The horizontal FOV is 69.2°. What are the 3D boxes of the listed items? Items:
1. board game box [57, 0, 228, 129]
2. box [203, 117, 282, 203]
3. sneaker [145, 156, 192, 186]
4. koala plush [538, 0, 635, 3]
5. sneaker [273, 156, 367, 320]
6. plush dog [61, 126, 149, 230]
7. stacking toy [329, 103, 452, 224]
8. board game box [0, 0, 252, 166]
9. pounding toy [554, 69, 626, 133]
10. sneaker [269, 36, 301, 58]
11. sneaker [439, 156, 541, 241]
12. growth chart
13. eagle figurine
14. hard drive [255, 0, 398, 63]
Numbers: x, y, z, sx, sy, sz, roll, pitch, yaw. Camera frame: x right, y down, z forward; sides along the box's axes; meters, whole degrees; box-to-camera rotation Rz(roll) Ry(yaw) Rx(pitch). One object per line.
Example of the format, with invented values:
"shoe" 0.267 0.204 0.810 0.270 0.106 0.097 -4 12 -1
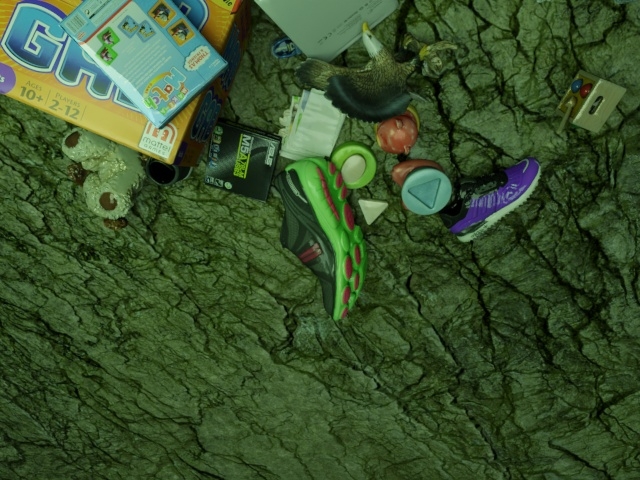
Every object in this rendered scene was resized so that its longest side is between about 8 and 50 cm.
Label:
"board game box" -0.281 -0.314 0.753 0.160 0.039 0.211 -42 101 0
"box" -0.212 -0.214 1.255 0.184 0.045 0.191 19 121 1
"sneaker" -0.374 -0.269 1.182 0.104 0.147 0.296 12 119 -2
"koala plush" 0.551 -0.593 0.953 0.221 0.203 0.196 -5 135 30
"sneaker" 0.000 0.000 1.314 0.202 0.185 0.483 0 114 35
"plush dog" -0.571 -0.156 1.264 0.225 0.210 0.262 -36 84 36
"stacking toy" 0.182 -0.168 1.221 0.279 0.130 0.309 -29 114 17
"board game box" -0.370 -0.382 0.934 0.356 0.356 0.357 23 95 -10
"pounding toy" 0.624 -0.322 1.109 0.100 0.130 0.141 18 119 -7
"sneaker" -0.054 -0.467 1.101 0.144 0.059 0.053 -18 116 11
"sneaker" 0.442 -0.130 1.246 0.146 0.102 0.293 37 115 -16
"growth chart" -0.020 -0.305 1.214 0.171 0.021 0.237 24 118 -10
"eagle figurine" 0.117 -0.373 1.053 0.298 0.226 0.225 -33 87 -5
"hard drive" 0.027 -0.485 0.926 0.233 0.353 0.047 -33 83 16
